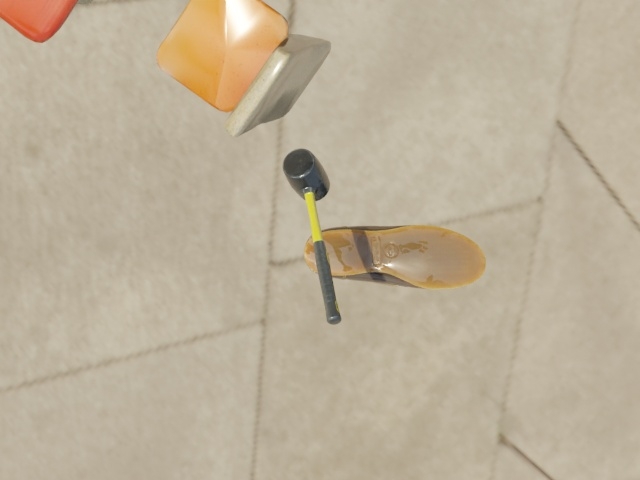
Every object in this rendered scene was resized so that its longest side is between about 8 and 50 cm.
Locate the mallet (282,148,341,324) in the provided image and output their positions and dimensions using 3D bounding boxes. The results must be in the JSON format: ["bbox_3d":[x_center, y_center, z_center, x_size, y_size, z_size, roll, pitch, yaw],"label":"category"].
[{"bbox_3d":[0.000,0.000,1.430,0.039,0.189,0.062,-16,160,11],"label":"mallet"}]

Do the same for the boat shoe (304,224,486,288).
[{"bbox_3d":[0.085,0.016,1.599,0.073,0.207,0.073,29,68,-84],"label":"boat shoe"}]

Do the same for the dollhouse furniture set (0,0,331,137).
[{"bbox_3d":[-0.072,-0.203,0.545,0.259,0.262,0.135,-54,179,15],"label":"dollhouse furniture set"}]
